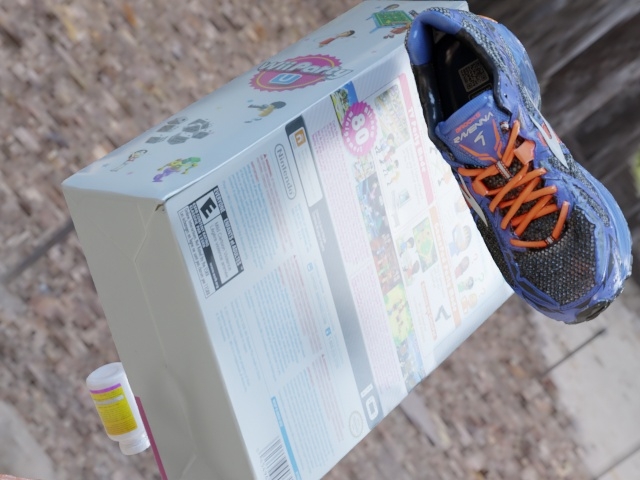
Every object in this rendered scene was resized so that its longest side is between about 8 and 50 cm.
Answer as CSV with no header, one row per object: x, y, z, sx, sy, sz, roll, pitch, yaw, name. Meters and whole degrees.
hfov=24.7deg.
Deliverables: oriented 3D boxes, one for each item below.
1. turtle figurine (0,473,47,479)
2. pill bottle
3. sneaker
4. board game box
-0.127,0.239,0.628,0.269,0.217,0.087,33,-2,12,turtle figurine
-0.189,0.161,1.391,0.043,0.043,0.083,-88,160,-70,pill bottle
0.103,-0.047,0.849,0.087,0.083,0.221,21,36,-56,sneaker
0.000,0.000,0.952,0.303,0.097,0.224,-36,122,-40,board game box
